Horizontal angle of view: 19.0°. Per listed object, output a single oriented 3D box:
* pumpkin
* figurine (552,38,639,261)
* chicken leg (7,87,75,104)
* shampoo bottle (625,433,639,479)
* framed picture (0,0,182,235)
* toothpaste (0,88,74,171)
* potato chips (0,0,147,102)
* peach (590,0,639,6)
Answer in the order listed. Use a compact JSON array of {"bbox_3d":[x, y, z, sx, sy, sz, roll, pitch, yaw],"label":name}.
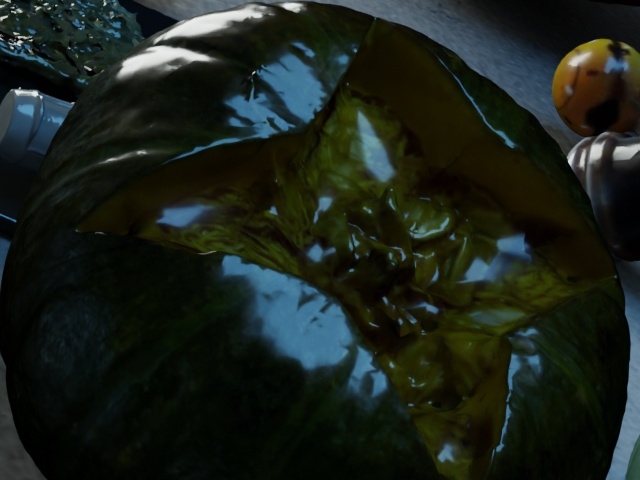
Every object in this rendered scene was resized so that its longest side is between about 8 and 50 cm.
[{"bbox_3d":[-0.002,0.032,0.680,0.238,0.159,0.238,16,56,-26],"label":"pumpkin"},{"bbox_3d":[0.296,-0.068,1.085,0.320,0.196,0.323,24,36,6],"label":"figurine"},{"bbox_3d":[-0.097,-0.050,0.842,0.083,0.021,0.036,4,48,-33],"label":"chicken leg"},{"bbox_3d":[0.169,0.157,0.654,0.221,0.151,0.349,24,28,1],"label":"shampoo bottle"},{"bbox_3d":[-0.059,-0.041,0.899,0.323,0.013,0.244,22,29,-14],"label":"framed picture"},{"bbox_3d":[0.000,0.000,0.834,0.301,0.048,0.075,21,27,-23],"label":"toothpaste"},{"bbox_3d":[-0.131,-0.137,0.943,0.202,0.029,0.220,29,30,2],"label":"potato chips"},{"bbox_3d":[0.177,-0.318,1.267,0.372,0.290,0.373,25,25,-13],"label":"peach"}]
